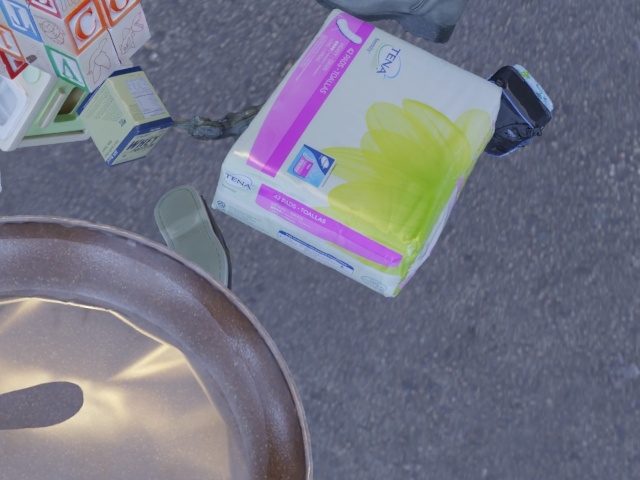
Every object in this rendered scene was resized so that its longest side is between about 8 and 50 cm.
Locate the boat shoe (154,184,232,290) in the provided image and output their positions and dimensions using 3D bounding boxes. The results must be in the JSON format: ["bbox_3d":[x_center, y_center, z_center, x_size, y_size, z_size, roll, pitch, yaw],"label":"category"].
[{"bbox_3d":[-0.139,0.030,1.307,0.081,0.227,0.068,-26,135,8],"label":"boat shoe"}]

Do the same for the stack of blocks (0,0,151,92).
[{"bbox_3d":[-0.304,-0.244,1.051,0.297,0.087,0.171,26,151,27],"label":"stack of blocks"}]

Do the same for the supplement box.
[{"bbox_3d":[-0.233,-0.147,1.326,0.083,0.056,0.083,-41,77,44],"label":"supplement box"}]

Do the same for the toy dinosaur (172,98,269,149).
[{"bbox_3d":[-0.058,-0.154,1.424,0.268,0.118,0.064,-21,79,-16],"label":"toy dinosaur"}]

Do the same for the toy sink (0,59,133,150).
[{"bbox_3d":[-0.403,-0.221,1.553,0.131,0.234,0.153,49,120,17],"label":"toy sink"}]

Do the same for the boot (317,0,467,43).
[{"bbox_3d":[0.105,-0.364,1.459,0.247,0.083,0.161,10,130,-24],"label":"boot"}]

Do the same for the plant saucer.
[{"bbox_3d":[-0.160,0.125,0.604,0.311,0.310,0.050,22,145,3],"label":"plant saucer"}]

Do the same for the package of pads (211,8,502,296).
[{"bbox_3d":[0.053,-0.102,1.213,0.229,0.296,0.101,27,142,5],"label":"package of pads"}]

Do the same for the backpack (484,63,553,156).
[{"bbox_3d":[0.252,-0.174,1.517,0.105,0.084,0.114,50,148,1],"label":"backpack"}]
